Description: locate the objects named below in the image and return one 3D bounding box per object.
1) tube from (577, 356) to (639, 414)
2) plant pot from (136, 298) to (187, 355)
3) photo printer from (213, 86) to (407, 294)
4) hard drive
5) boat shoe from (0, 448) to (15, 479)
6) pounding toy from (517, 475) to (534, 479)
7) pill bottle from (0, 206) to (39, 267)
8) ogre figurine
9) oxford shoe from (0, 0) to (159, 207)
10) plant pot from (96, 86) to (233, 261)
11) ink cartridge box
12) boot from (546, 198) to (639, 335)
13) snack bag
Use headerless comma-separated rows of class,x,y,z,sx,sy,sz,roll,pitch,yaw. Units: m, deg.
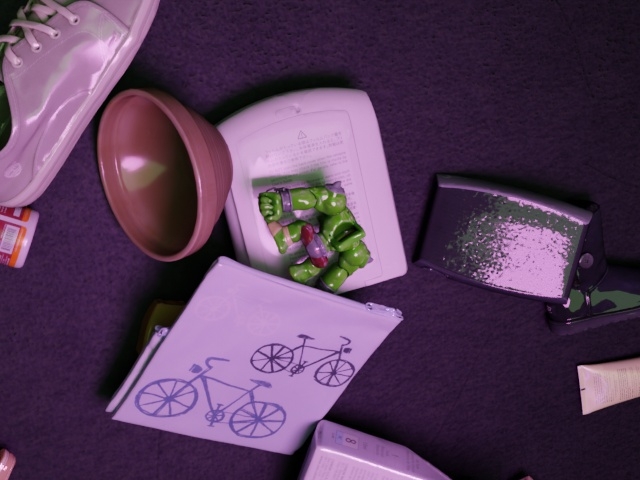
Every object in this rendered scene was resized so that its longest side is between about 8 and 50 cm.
tube,0.572,0.239,1.590,0.240,0.062,0.070,-13,61,-8
plant pot,-0.226,0.131,1.327,0.081,0.081,0.083,5,94,-17
photo printer,-0.019,-0.067,1.327,0.256,0.107,0.307,-16,105,-11
hard drive,0.286,-0.001,1.409,0.254,0.054,0.172,15,98,6
boat shoe,-0.480,0.384,1.317,0.059,0.063,0.170,24,103,-22
pounding toy,0.385,0.486,1.544,0.100,0.130,0.141,-35,113,32
pill bottle,-0.470,-0.022,1.219,0.152,0.086,0.086,18,96,-18
ogre figurine,0.000,0.000,1.239,0.118,0.097,0.197,-25,101,-1
oxford shoe,-0.341,-0.253,1.156,0.130,0.169,0.449,28,94,-50
plant pot,-0.197,-0.099,1.230,0.109,0.237,0.237,-21,108,-40
ink cartridge box,0.129,0.482,1.406,0.385,0.091,0.308,18,109,-2
boot,0.475,0.029,1.494,0.246,0.094,0.207,-16,109,-6
snack bag,-0.097,0.175,1.297,0.323,0.037,0.342,19,122,-28
